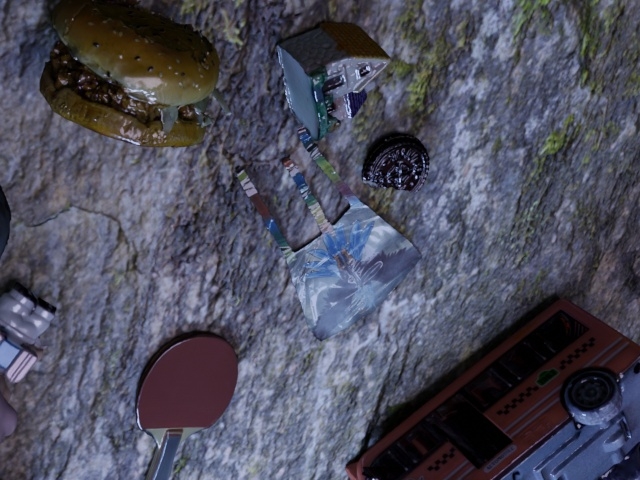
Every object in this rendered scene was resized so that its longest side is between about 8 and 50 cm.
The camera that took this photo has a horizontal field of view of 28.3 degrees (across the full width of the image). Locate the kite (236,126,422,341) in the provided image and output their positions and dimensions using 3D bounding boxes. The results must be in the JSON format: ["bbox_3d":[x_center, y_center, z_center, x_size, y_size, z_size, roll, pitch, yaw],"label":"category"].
[{"bbox_3d":[0.001,0.001,1.510,0.169,0.015,0.310,-42,133,-1],"label":"kite"}]

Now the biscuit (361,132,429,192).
[{"bbox_3d":[0.090,-0.086,1.501,0.087,0.027,0.089,-37,132,-7],"label":"biscuit"}]

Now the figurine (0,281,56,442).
[{"bbox_3d":[-0.361,0.150,1.320,0.229,0.112,0.137,-53,127,-6],"label":"figurine"}]

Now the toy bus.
[{"bbox_3d":[0.250,0.286,1.714,0.427,0.233,0.203,-37,131,-10],"label":"toy bus"}]

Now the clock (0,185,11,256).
[{"bbox_3d":[-0.381,0.001,1.135,0.215,0.215,0.042,-32,137,-11],"label":"clock"}]

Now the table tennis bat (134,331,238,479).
[{"bbox_3d":[-0.170,0.206,1.532,0.130,0.019,0.220,5,115,-35],"label":"table tennis bat"}]

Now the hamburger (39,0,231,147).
[{"bbox_3d":[-0.169,-0.162,1.200,0.185,0.177,0.113,16,104,-10],"label":"hamburger"}]

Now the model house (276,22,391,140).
[{"bbox_3d":[0.020,-0.172,1.361,0.100,0.088,0.101,-24,133,-16],"label":"model house"}]
